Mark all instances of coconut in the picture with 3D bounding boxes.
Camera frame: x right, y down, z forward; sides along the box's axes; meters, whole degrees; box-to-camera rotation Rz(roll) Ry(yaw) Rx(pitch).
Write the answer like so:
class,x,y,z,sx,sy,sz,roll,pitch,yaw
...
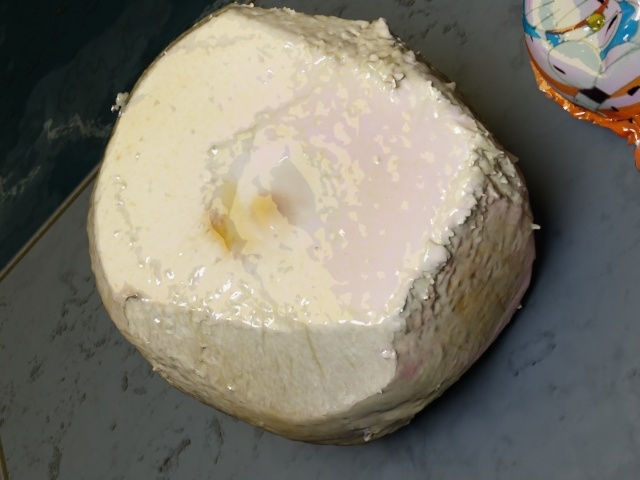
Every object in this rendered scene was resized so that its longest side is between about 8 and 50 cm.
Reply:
class,x,y,z,sx,sy,sz,roll,pitch,yaw
coconut,0.000,0.000,1.268,0.404,0.404,0.405,-22,56,37

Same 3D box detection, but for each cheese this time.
class,x,y,z,sx,sy,sz,roll,pitch,yaw
cheese,0.288,-0.164,1.207,0.217,0.129,0.329,-34,67,37
